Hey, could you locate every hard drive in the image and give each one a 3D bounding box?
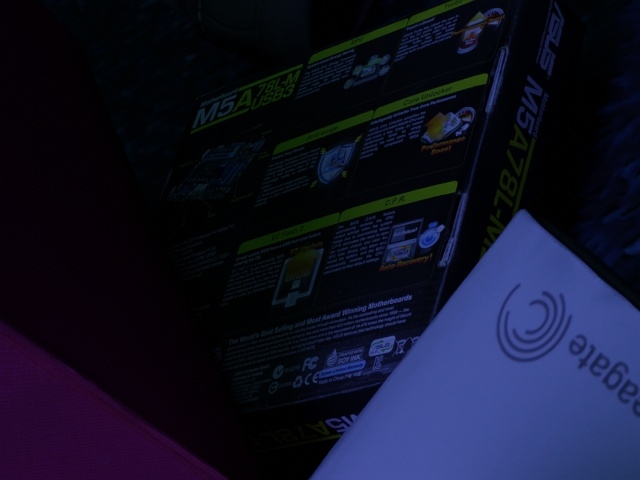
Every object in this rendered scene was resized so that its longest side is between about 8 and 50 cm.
[{"bbox_3d":[0.015,0.186,0.490,0.353,0.047,0.233,-52,38,7],"label":"hard drive"}]

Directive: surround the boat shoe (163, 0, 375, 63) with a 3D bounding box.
[{"bbox_3d":[0.049,-0.224,0.813,0.095,0.112,0.335,33,92,34],"label":"boat shoe"}]

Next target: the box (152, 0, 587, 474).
[{"bbox_3d":[0.000,0.000,0.693,0.191,0.045,0.184,-17,41,41],"label":"box"}]

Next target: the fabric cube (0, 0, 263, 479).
[{"bbox_3d":[-0.212,0.020,0.604,0.259,0.254,0.258,-34,51,9],"label":"fabric cube"}]
